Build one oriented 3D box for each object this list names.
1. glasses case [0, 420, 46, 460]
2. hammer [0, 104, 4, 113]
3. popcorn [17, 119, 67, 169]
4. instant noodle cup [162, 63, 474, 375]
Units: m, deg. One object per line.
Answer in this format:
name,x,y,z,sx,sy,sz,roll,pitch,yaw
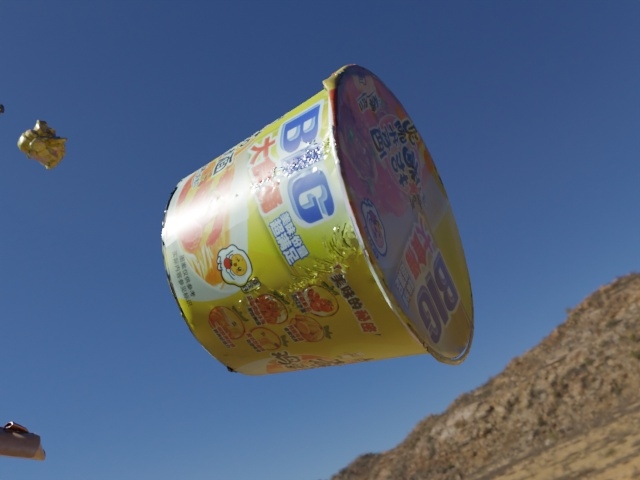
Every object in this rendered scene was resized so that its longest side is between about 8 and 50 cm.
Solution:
glasses case,-0.676,0.422,1.380,0.194,0.070,0.102,7,-25,-2
hammer,-0.694,-0.219,1.271,0.078,0.201,0.021,4,-52,-4
popcorn,-0.606,-0.207,1.425,0.089,0.097,0.109,-52,25,-21
instant noodle cup,0.000,0.000,0.454,0.153,0.204,0.205,-19,-21,27
